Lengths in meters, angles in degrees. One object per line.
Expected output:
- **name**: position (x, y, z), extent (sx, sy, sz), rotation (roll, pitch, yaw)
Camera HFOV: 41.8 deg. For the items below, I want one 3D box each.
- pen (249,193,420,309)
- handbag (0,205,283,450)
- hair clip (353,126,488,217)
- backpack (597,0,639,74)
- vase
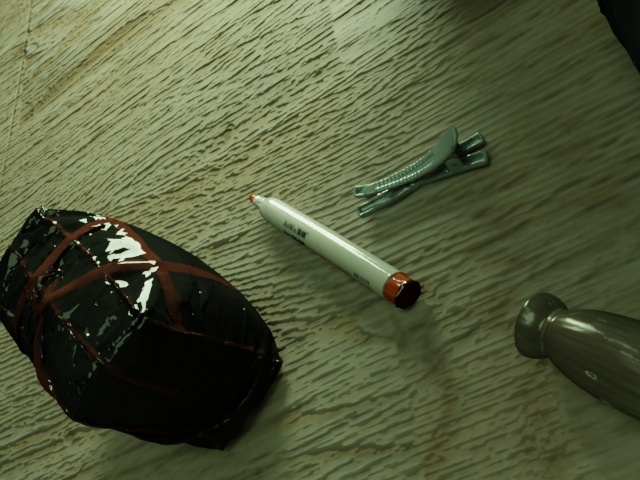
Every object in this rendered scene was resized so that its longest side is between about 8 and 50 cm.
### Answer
- **pen**: position (0.000, 0.000, 0.688), extent (0.218, 0.026, 0.026), rotation (32, 88, 45)
- **handbag**: position (-0.158, 0.070, 0.679), extent (0.215, 0.169, 0.155), rotation (33, 89, 45)
- **hair clip**: position (0.071, -0.055, 0.654), extent (0.115, 0.039, 0.030), rotation (-28, 46, 28)
- **backpack**: position (0.238, -0.157, 0.526), extent (0.120, 0.106, 0.165), rotation (-15, 79, 30)
- **vase**: position (0.165, 0.066, 0.494), extent (0.101, 0.053, 0.053), rotation (24, 82, 49)
